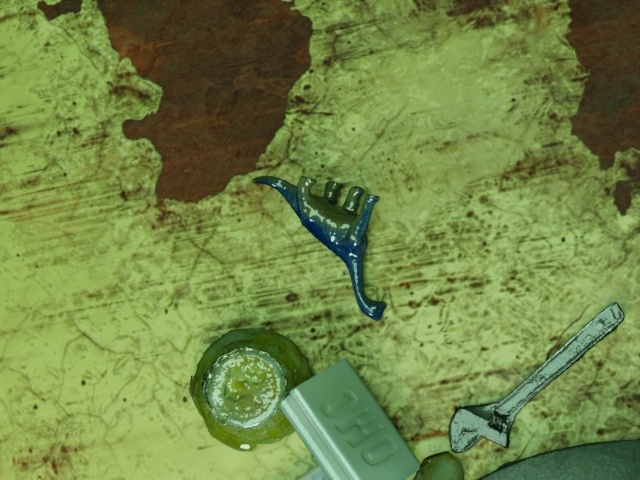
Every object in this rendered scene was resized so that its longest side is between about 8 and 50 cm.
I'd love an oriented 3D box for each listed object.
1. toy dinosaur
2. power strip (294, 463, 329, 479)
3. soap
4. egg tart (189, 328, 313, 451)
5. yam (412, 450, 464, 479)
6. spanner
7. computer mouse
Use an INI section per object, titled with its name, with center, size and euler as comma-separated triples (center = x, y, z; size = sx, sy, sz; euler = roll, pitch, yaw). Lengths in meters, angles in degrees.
[toy dinosaur]
center = 0.000, 0.000, 1.873
size = 0.247, 0.075, 0.188
euler = 16, 94, 7
[power strip]
center = -0.038, 0.429, 1.841
size = 0.270, 0.046, 0.118
euler = -36, 79, 6
[soap]
center = 0.043, 0.285, 1.800
size = 0.119, 0.066, 0.198
euler = -27, 77, -38
[egg tart]
center = -0.107, 0.220, 1.862
size = 0.197, 0.078, 0.197
euler = -1, 80, 8
[yam]
center = 0.158, 0.377, 1.795
size = 0.069, 0.070, 0.146
euler = 24, 90, 13
[spanner]
center = 0.317, 0.204, 1.808
size = 0.325, 0.026, 0.093
euler = -42, 77, 2
[computer mouse]
center = 0.357, 0.389, 1.731
size = 0.373, 0.114, 0.203
euler = -21, 81, 9
